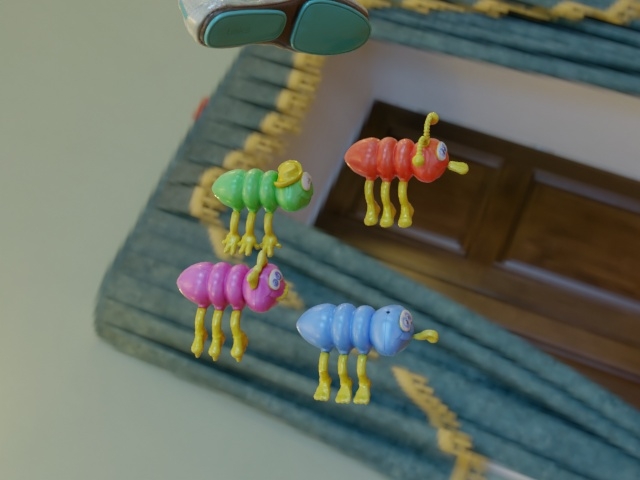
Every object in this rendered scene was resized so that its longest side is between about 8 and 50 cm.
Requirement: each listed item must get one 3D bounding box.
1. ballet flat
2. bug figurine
[{"bbox_3d":[-0.033,-0.177,0.927,0.168,0.052,0.057,-4,-45,-40],"label":"ballet flat"},{"bbox_3d":[0.000,0.000,0.968,0.279,0.216,0.072,-75,-23,-44],"label":"bug figurine"}]
